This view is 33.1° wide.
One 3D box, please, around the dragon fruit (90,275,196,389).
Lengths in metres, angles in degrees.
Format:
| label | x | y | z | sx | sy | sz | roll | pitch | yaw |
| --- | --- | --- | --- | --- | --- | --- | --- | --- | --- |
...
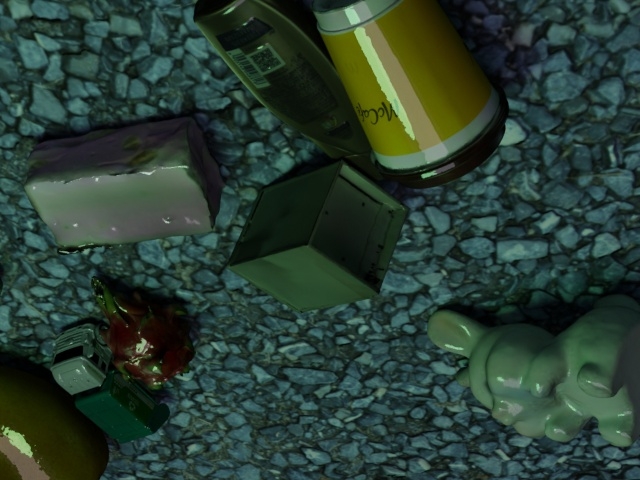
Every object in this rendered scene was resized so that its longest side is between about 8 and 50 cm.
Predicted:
| label | x | y | z | sx | sy | sz | roll | pitch | yaw |
| --- | --- | --- | --- | --- | --- | --- | --- | --- | --- |
| dragon fruit | -0.303 | 0.147 | 1.812 | 0.137 | 0.135 | 0.235 | -13 | 115 | 27 |

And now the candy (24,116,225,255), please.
| label | x | y | z | sx | sy | sz | roll | pitch | yaw |
| --- | --- | --- | --- | --- | --- | --- | --- | --- | --- |
| candy | -0.285 | -0.080 | 1.579 | 0.265 | 0.115 | 0.155 | -8 | 133 | 14 |

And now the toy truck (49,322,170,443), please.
| label | x | y | z | sx | sy | sz | roll | pitch | yaw |
| --- | --- | --- | --- | --- | --- | --- | --- | --- | --- |
| toy truck | -0.374 | 0.261 | 1.938 | 0.114 | 0.124 | 0.253 | -21 | 132 | 22 |

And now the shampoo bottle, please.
| label | x | y | z | sx | sy | sz | roll | pitch | yaw |
| --- | --- | --- | --- | --- | --- | --- | --- | --- | --- |
| shampoo bottle | -0.021 | -0.207 | 1.443 | 0.126 | 0.084 | 0.350 | -22 | 130 | 29 |

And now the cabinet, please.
| label | x | y | z | sx | sy | sz | roll | pitch | yaw |
| --- | --- | --- | --- | --- | --- | --- | --- | --- | --- |
| cabinet | 0.000 | 0.000 | 1.559 | 0.150 | 0.145 | 0.206 | 35 | 152 | -25 |

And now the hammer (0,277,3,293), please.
| label | x | y | z | sx | sy | sz | roll | pitch | yaw |
| --- | --- | --- | --- | --- | --- | --- | --- | --- | --- |
| hammer | -0.706 | 0.071 | 1.798 | 0.336 | 0.118 | 0.206 | -14 | 131 | 28 |

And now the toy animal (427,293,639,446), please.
| label | x | y | z | sx | sy | sz | roll | pitch | yaw |
| --- | --- | --- | --- | --- | --- | --- | --- | --- | --- |
| toy animal | 0.355 | 0.193 | 1.737 | 0.368 | 0.241 | 0.196 | -7 | 128 | 33 |

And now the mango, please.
| label | x | y | z | sx | sy | sz | roll | pitch | yaw |
| --- | --- | --- | --- | --- | --- | --- | --- | --- | --- |
| mango | -0.560 | 0.366 | 1.999 | 0.264 | 0.221 | 0.378 | -31 | 116 | 35 |

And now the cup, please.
| label | x | y | z | sx | sy | sz | roll | pitch | yaw |
| --- | --- | --- | --- | --- | --- | --- | --- | --- | --- |
| cup | 0.109 | -0.211 | 1.361 | 0.196 | 0.196 | 0.279 | -19 | 124 | 23 |
